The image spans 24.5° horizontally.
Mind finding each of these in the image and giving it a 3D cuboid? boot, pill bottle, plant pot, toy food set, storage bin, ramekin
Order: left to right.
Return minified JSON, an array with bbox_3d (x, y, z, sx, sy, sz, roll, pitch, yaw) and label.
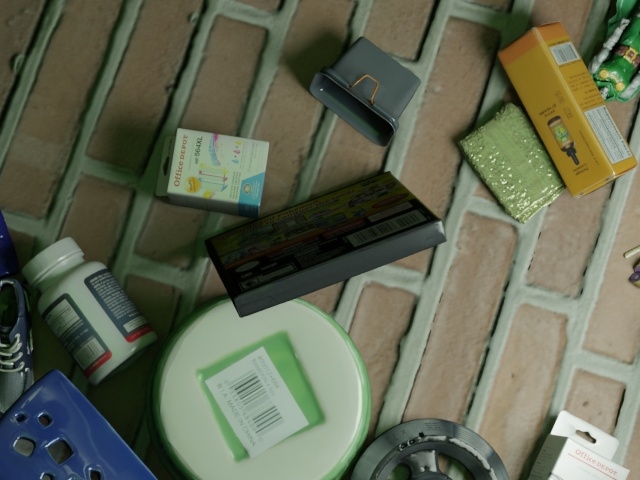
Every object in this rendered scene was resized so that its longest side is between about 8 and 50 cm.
[{"bbox_3d":[-0.412,0.144,1.929,0.069,0.086,0.190,-2,81,-4],"label":"boot"},{"bbox_3d":[-0.354,0.337,1.791,0.236,0.236,0.212,48,45,6],"label":"plant pot"},{"bbox_3d":[-0.306,0.089,1.933,0.108,0.108,0.180,-36,85,-8],"label":"pill bottle"},{"bbox_3d":[-0.078,0.206,1.908,0.303,0.148,0.303,1,81,-3],"label":"ramekin"},{"bbox_3d":[0.068,-0.212,2.014,0.135,0.098,0.091,36,71,2],"label":"storage bin"},{"bbox_3d":[0.471,0.060,2.028,0.078,0.019,0.122,-26,84,-7],"label":"toy food set"}]

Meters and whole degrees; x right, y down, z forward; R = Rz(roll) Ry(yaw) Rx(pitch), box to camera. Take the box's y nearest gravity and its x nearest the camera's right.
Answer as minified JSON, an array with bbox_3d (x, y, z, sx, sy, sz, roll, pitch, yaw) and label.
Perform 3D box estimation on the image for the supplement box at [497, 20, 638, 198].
[{"bbox_3d":[0.338,-0.179,2.018,0.080,0.078,0.233,-18,80,-47],"label":"supplement box"}]

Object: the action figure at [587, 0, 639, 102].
[{"bbox_3d":[0.444,-0.278,2.061,0.137,0.063,0.232,35,84,-1],"label":"action figure"}]

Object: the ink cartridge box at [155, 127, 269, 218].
[{"bbox_3d":[-0.146,-0.091,1.979,0.143,0.090,0.092,8,80,-2],"label":"ink cartridge box"}]

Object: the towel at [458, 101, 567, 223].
[{"bbox_3d":[0.269,-0.107,2.039,0.110,0.027,0.148,-38,86,-7],"label":"towel"}]

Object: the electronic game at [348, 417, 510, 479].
[{"bbox_3d":[0.144,0.350,1.949,0.229,0.048,0.229,1,85,-10],"label":"electronic game"}]

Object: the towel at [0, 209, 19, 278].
[{"bbox_3d":[-0.550,-0.060,1.962,0.228,0.076,0.308,-16,82,-16],"label":"towel"}]

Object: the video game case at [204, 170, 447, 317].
[{"bbox_3d":[0.000,0.000,1.902,0.275,0.248,0.035,-21,110,-6],"label":"video game case"}]

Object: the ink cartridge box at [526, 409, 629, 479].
[{"bbox_3d":[0.333,0.326,1.947,0.104,0.060,0.180,29,80,-13],"label":"ink cartridge box"}]
